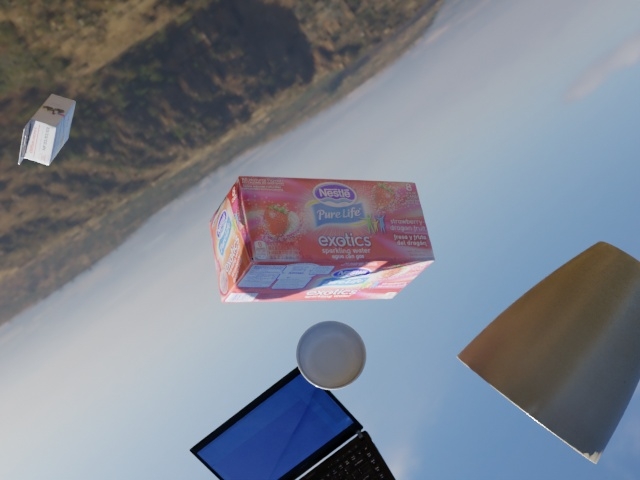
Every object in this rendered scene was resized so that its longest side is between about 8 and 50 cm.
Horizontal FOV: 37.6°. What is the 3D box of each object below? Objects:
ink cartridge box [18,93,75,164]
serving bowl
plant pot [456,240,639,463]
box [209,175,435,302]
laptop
[{"bbox_3d":[-0.615,-0.243,2.117,0.181,0.062,0.104,-80,-171,-58],"label":"ink cartridge box"},{"bbox_3d":[0.013,0.139,1.122,0.083,0.083,0.027,-37,164,-14],"label":"serving bowl"},{"bbox_3d":[0.388,0.145,1.417,0.274,0.256,0.256,-54,-177,1],"label":"plant pot"},{"bbox_3d":[0.000,0.000,1.428,0.300,0.142,0.154,0,154,-25],"label":"box"},{"bbox_3d":[-0.028,0.372,1.434,0.234,0.264,0.136,-38,145,9],"label":"laptop"}]
